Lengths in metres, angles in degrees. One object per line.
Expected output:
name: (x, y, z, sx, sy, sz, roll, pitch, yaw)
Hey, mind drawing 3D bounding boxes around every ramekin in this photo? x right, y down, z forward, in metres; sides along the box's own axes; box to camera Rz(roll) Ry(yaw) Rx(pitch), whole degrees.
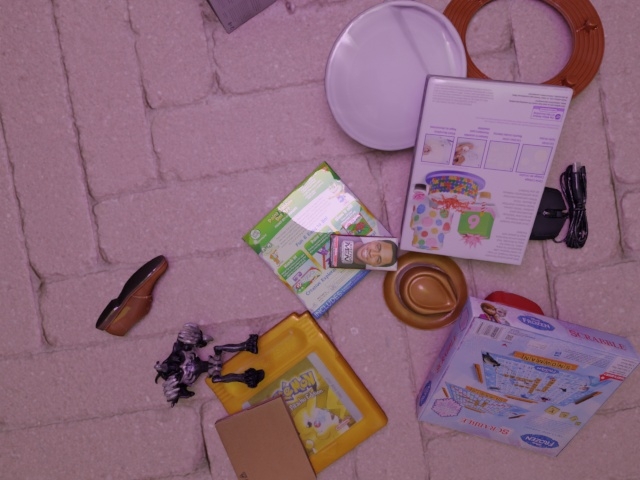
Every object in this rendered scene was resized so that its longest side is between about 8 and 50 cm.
ramekin: (0.139, -0.326, 0.873, 0.272, 0.127, 0.273, -2, 115, -4)

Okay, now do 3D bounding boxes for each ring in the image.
ring: (0.412, -0.421, 0.900, 0.336, 0.032, 0.337, -1, 78, 4)

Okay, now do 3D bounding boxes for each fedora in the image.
fedora: (0.234, 0.112, 0.951, 0.194, 0.079, 0.195, 0, 93, 1)

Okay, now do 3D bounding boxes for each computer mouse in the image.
computer mouse: (0.451, -0.069, 0.939, 0.272, 0.072, 0.189, -3, 94, 2)

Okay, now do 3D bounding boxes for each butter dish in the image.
butter dish: (0.399, 0.164, 0.937, 0.159, 0.118, 0.160, 17, 135, -1)

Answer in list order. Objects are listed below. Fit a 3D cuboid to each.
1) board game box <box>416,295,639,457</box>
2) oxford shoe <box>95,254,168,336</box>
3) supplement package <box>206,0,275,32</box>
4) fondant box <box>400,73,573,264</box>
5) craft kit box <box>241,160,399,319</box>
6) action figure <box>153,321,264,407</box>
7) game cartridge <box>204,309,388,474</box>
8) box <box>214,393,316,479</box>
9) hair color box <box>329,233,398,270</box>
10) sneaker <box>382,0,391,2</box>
board game box: (0.399, 0.289, 0.893, 0.318, 0.066, 0.318, 16, 122, 1)
oxford shoe: (-0.408, 0.125, 0.986, 0.076, 0.076, 0.212, 39, 91, -31)
supplement package: (-0.151, -0.604, 0.864, 0.262, 0.199, 0.198, -33, 93, 2)
fondant box: (0.293, -0.131, 0.831, 0.238, 0.096, 0.331, 8, 113, 5)
craft kit box: (0.000, 0.000, 0.966, 0.250, 0.061, 0.247, -42, 94, 3)
action figure: (-0.263, 0.258, 0.922, 0.275, 0.141, 0.164, -11, 59, 17)
game cartridge: (-0.055, 0.357, 0.986, 0.285, 0.053, 0.324, -37, 92, 3)
box: (-0.120, 0.462, 0.960, 0.164, 0.021, 0.201, -23, 90, 3)
hair color box: (0.089, 0.025, 0.917, 0.141, 0.043, 0.072, 2, 92, 1)
sneaker: (0.161, -0.483, 0.931, 0.071, 0.068, 0.170, 37, 93, -6)
